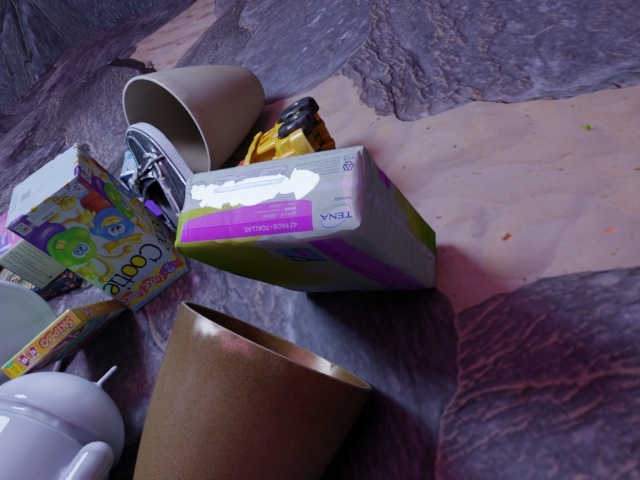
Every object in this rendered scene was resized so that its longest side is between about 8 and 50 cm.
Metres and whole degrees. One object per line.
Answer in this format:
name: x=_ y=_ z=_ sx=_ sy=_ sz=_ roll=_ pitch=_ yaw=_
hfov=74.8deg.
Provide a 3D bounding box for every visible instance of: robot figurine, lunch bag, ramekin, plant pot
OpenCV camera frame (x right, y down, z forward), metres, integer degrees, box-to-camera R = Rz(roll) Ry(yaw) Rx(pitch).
robot figurine: x=-0.393 y=0.320 z=0.531 sx=0.299 sy=0.200 sz=0.353 roll=-12 pitch=34 yaw=23
lunch bag: x=-0.424 y=-0.189 z=1.082 sx=0.151 sy=0.096 sz=0.129 roll=-13 pitch=46 yaw=-3
ramekin: x=-0.636 y=0.200 z=0.770 sx=0.127 sy=0.273 sz=0.273 roll=4 pitch=56 yaw=48
plant pot: x=-0.265 y=-0.306 z=0.993 sx=0.256 sy=0.257 sz=0.274 roll=8 pitch=41 yaw=35
plant pot: x=-0.101 y=0.229 z=0.461 sx=0.237 sy=0.237 sz=0.254 roll=16 pitch=76 yaw=39

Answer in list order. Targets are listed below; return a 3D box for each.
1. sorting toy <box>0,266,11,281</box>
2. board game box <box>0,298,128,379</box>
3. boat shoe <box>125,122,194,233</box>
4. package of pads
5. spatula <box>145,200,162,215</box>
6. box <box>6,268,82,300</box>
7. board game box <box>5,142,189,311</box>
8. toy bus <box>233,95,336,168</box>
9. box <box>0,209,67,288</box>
sorting toy: x=-0.891 y=0.066 z=1.186 sx=0.229 sy=0.041 sz=0.307 roll=-17 pitch=47 yaw=24
board game box: x=-0.424 y=0.159 z=0.736 sx=0.124 sy=0.039 sz=0.259 roll=-43 pitch=6 yaw=-8
boat shoe: x=-0.346 y=-0.129 z=0.887 sx=0.105 sy=0.113 sz=0.306 roll=-30 pitch=75 yaw=-36
package of pads: x=0.000 y=0.000 z=0.524 sx=0.229 sy=0.296 sz=0.101 roll=-5 pitch=72 yaw=27
spatula: x=-0.450 y=-0.027 z=1.000 sx=0.296 sy=0.030 sz=0.084 roll=-40 pitch=47 yaw=-5
box: x=-0.679 y=0.078 z=1.040 sx=0.233 sy=0.044 sz=0.159 roll=-22 pitch=45 yaw=14
board game box: x=-0.400 y=-0.017 z=0.786 sx=0.142 sy=0.275 sz=0.144 roll=-37 pitch=44 yaw=-2
toy bus: x=-0.071 y=-0.136 z=0.755 sx=0.211 sy=0.149 sz=0.220 roll=-24 pitch=28 yaw=13
box: x=-0.621 y=-0.049 z=0.995 sx=0.243 sy=0.117 sz=0.213 roll=-42 pitch=43 yaw=-8
